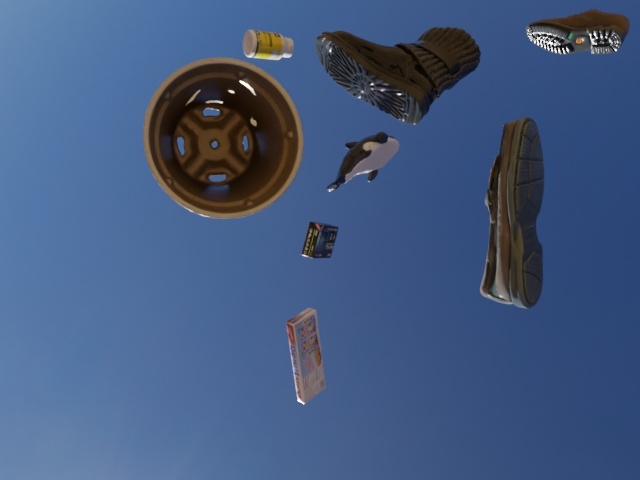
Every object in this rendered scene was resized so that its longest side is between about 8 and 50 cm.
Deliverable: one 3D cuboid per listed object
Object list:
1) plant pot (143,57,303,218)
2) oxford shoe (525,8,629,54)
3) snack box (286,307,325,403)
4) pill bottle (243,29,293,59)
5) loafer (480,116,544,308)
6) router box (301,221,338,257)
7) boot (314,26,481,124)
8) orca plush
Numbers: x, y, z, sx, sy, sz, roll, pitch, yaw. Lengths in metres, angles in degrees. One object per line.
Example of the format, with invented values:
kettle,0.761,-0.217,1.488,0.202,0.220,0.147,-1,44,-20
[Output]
plant pot,-0.238,-0.233,1.234,0.334,0.334,0.305,-41,-163,-7
oxford shoe,0.602,-0.495,1.225,0.227,0.083,0.096,22,-112,36
snack box,-0.026,0.222,0.997,0.022,0.178,0.064,13,-152,41
pill bottle,-0.128,-0.484,1.294,0.116,0.065,0.065,-7,-143,-33
loafer,0.263,-0.038,0.745,0.084,0.096,0.267,3,-83,46
router box,0.000,0.000,1.410,0.038,0.122,0.092,18,-84,24
boot,0.187,-0.454,1.277,0.348,0.131,0.260,37,-110,12
orca plush,0.106,-0.237,1.502,0.102,0.151,0.287,32,-118,28
